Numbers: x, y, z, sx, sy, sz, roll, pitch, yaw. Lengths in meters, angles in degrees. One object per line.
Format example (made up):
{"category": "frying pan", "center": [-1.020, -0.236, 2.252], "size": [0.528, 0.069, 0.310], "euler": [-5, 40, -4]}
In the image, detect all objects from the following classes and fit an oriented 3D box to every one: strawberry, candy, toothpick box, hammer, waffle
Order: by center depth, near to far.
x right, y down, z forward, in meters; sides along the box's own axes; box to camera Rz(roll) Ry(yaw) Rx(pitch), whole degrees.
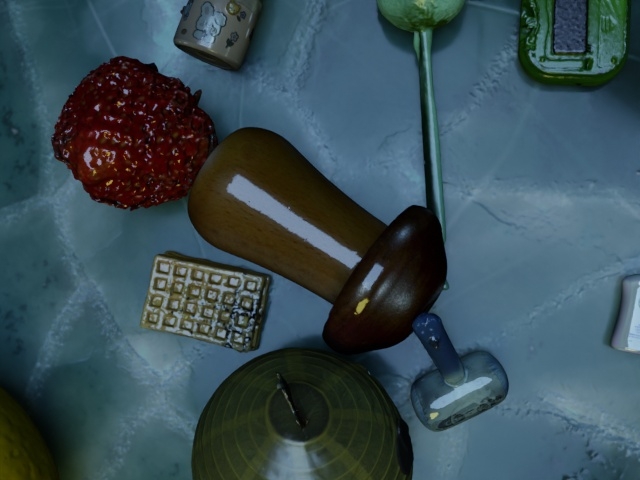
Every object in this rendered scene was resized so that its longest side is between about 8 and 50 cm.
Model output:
{"category": "hammer", "center": [0.141, 0.140, 0.969], "size": [0.116, 0.194, 0.070], "euler": [-26, 46, 6]}
{"category": "toothpick box", "center": [0.000, 0.000, 0.987], "size": [0.294, 0.192, 0.192], "euler": [33, 92, 13]}
{"category": "strawberry", "center": [-0.227, -0.123, 1.019], "size": [0.184, 0.201, 0.187], "euler": [-8, 106, 24]}
{"category": "candy", "center": [0.128, -0.159, 1.034], "size": [0.119, 0.119, 0.440], "euler": [-3, 95, 7]}
{"category": "waffle", "center": [-0.142, 0.076, 1.071], "size": [0.148, 0.042, 0.103], "euler": [13, 89, 7]}

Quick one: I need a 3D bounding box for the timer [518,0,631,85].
{"category": "timer", "center": [0.303, -0.256, 1.028], "size": [0.128, 0.047, 0.140], "euler": [4, 86, 8]}

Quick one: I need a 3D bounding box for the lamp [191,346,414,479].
{"category": "lamp", "center": [-0.020, 0.222, 0.932], "size": [0.250, 0.284, 0.250], "euler": [-1, 52, 2]}

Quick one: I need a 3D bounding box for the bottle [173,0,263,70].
{"category": "bottle", "center": [-0.117, -0.295, 1.059], "size": [0.098, 0.099, 0.152], "euler": [21, 92, 8]}

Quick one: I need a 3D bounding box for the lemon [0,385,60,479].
{"category": "lemon", "center": [-0.457, 0.304, 0.973], "size": [0.336, 0.336, 0.336], "euler": [0, 87, 7]}

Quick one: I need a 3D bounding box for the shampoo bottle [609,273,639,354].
{"category": "shampoo bottle", "center": [0.383, 0.084, 1.004], "size": [0.072, 0.043, 0.099], "euler": [11, 89, 7]}
